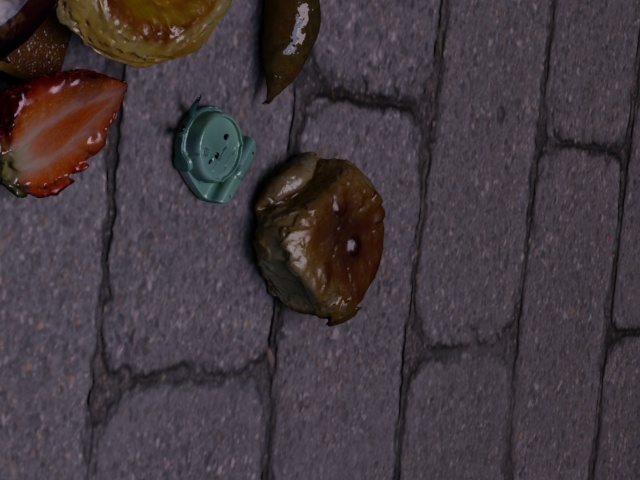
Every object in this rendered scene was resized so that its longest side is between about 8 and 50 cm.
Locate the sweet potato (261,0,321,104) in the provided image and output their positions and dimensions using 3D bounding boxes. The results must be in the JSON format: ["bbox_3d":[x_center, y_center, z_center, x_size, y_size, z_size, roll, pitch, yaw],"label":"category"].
[{"bbox_3d":[-0.034,-0.304,2.106,0.074,0.074,0.270,2,92,-54],"label":"sweet potato"}]

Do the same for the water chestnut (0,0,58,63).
[{"bbox_3d":[-0.374,-0.298,1.514,0.300,0.300,0.300,-16,110,-52],"label":"water chestnut"}]

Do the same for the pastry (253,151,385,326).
[{"bbox_3d":[0.000,0.000,2.195,0.218,0.100,0.229,-21,113,-50],"label":"pastry"}]

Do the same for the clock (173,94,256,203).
[{"bbox_3d":[-0.136,-0.115,2.030,0.135,0.041,0.101,51,57,-46],"label":"clock"}]

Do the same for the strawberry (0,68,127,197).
[{"bbox_3d":[-0.287,-0.128,1.760,0.187,0.082,0.146,-36,151,-24],"label":"strawberry"}]

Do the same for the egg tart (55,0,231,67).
[{"bbox_3d":[-0.209,-0.345,1.810,0.319,0.128,0.319,-15,110,-49],"label":"egg tart"}]

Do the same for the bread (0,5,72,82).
[{"bbox_3d":[-0.311,-0.213,1.773,0.094,0.035,0.090,25,78,-54],"label":"bread"}]
